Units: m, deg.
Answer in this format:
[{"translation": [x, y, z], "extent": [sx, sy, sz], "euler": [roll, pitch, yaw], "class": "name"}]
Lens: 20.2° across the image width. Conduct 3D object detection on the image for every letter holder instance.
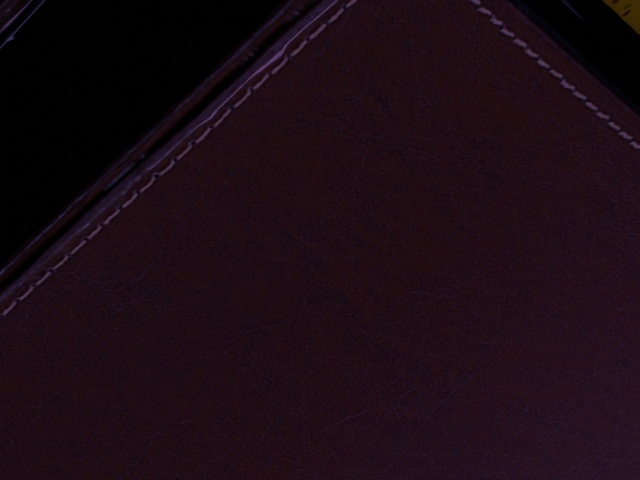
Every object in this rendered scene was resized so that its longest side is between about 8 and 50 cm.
[{"translation": [0.000, 0.000, 0.555], "extent": [0.214, 0.152, 0.302], "euler": [-42, 141, 15], "class": "letter holder"}]

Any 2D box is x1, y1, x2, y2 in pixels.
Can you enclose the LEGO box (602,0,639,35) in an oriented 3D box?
[{"translation": [-0.061, -0.208, 0.709], "extent": [0.500, 0.372, 0.193], "euler": [-25, 141, -9], "class": "LEGO box"}]
